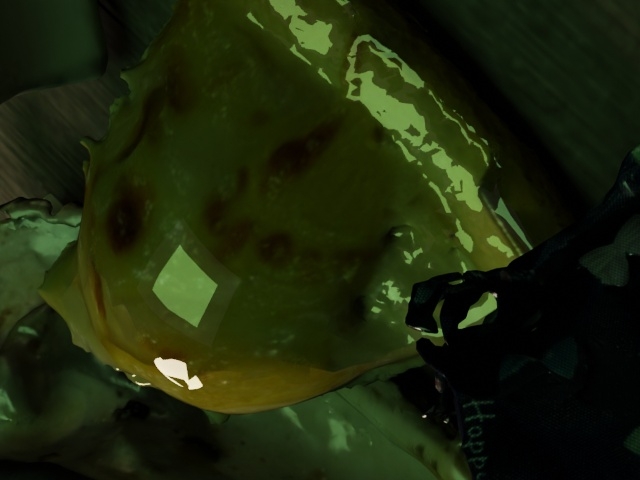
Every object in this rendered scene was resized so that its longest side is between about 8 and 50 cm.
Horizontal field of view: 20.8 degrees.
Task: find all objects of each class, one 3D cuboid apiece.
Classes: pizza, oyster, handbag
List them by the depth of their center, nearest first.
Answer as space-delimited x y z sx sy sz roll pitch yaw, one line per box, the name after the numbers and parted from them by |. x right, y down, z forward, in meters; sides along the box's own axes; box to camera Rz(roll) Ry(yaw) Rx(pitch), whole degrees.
0.135 0.092 0.481 0.260 0.162 0.113 62 179 33 | handbag
-0.008 0.003 0.628 0.204 0.080 0.188 37 111 14 | pizza
-0.035 0.088 0.715 0.345 0.128 0.078 24 151 24 | oyster

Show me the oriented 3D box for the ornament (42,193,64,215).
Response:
-0.129 0.014 0.824 0.092 0.041 0.068 -12 112 38 | ornament

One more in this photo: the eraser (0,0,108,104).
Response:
-0.204 -0.197 0.722 0.210 0.092 0.274 15 124 40 | eraser
